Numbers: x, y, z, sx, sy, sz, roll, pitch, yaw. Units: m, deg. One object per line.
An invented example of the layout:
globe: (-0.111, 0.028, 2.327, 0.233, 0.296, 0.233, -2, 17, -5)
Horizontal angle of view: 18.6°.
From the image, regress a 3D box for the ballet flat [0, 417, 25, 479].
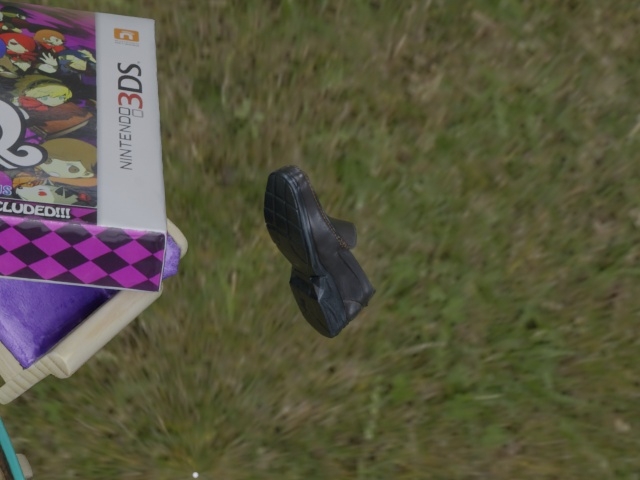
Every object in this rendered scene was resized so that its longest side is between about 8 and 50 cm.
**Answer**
ballet flat: (-0.194, 0.216, 1.084, 0.124, 0.116, 0.342, -21, 76, -27)

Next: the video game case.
video game case: (-0.192, -0.058, 0.947, 0.232, 0.210, 0.042, 6, 123, -10)

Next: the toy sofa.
toy sofa: (-0.300, -0.052, 1.717, 0.362, 0.177, 0.150, 53, 45, -5)

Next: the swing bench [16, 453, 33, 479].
swing bench: (-0.186, 0.296, 1.345, 0.165, 0.254, 0.253, -35, 65, 13)

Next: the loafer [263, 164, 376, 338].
loafer: (0.000, 0.000, 1.593, 0.061, 0.170, 0.062, -35, 45, -20)
